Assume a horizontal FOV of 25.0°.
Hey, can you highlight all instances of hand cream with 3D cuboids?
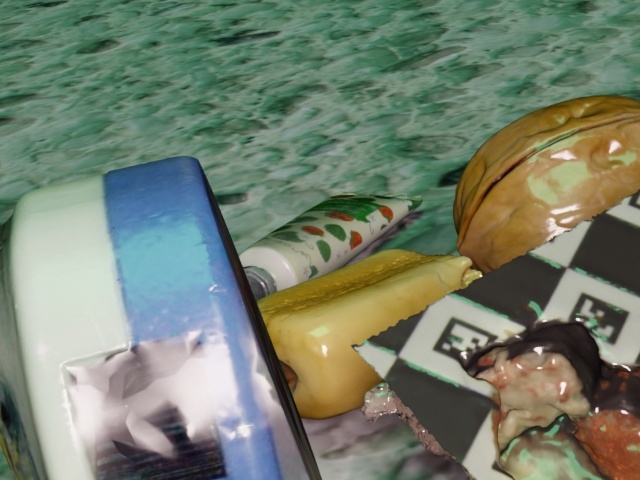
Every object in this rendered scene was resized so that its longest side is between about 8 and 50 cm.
[{"bbox_3d":[0.000,0.000,1.245,0.095,0.059,0.276,4,20,24],"label":"hand cream"}]

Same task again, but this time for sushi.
[{"bbox_3d":[0.209,0.108,0.792,0.292,0.059,0.294,-25,53,-28],"label":"sushi"}]

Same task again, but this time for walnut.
[{"bbox_3d":[0.196,-0.023,1.079,0.207,0.167,0.167,-18,22,-17],"label":"walnut"}]

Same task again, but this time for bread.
[{"bbox_3d":[0.032,0.067,1.005,0.173,0.085,0.134,-19,14,-29],"label":"bread"}]

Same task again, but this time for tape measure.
[{"bbox_3d":[-0.087,0.091,0.784,0.138,0.262,0.259,-21,21,-3],"label":"tape measure"}]

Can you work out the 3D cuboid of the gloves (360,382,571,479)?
[{"bbox_3d":[0.105,0.102,0.892,0.110,0.094,0.144,-34,39,-27],"label":"gloves"}]
